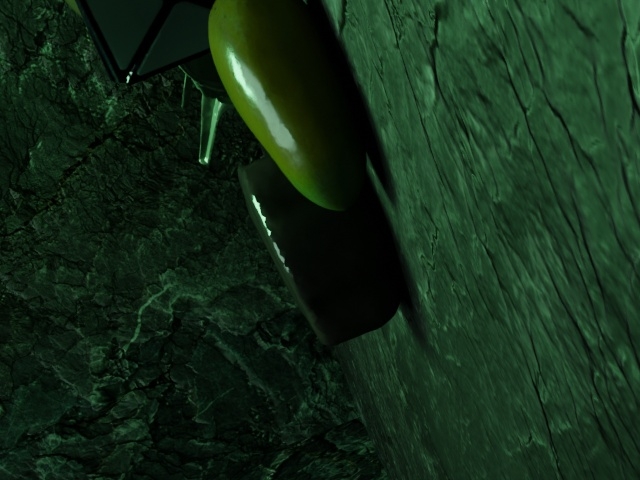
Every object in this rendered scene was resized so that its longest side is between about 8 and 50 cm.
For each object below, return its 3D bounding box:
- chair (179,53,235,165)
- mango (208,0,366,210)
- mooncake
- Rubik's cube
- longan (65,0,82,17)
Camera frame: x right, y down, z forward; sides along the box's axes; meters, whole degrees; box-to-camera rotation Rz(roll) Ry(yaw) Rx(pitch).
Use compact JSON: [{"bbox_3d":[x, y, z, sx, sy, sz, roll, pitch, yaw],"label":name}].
[{"bbox_3d":[-0.157,-0.261,1.631,0.275,0.190,0.203,94,157,-57],"label":"chair"},{"bbox_3d":[-0.033,-0.145,1.028,0.156,0.114,0.251,98,153,-68],"label":"mango"},{"bbox_3d":[0.000,0.000,1.205,0.245,0.133,0.245,159,90,-86],"label":"mooncake"},{"bbox_3d":[-0.225,-0.402,1.400,0.250,0.248,0.246,73,176,-52],"label":"Rubik's cube"},{"bbox_3d":[-0.308,-0.498,1.708,0.319,0.318,0.319,159,90,-86],"label":"longan"}]
